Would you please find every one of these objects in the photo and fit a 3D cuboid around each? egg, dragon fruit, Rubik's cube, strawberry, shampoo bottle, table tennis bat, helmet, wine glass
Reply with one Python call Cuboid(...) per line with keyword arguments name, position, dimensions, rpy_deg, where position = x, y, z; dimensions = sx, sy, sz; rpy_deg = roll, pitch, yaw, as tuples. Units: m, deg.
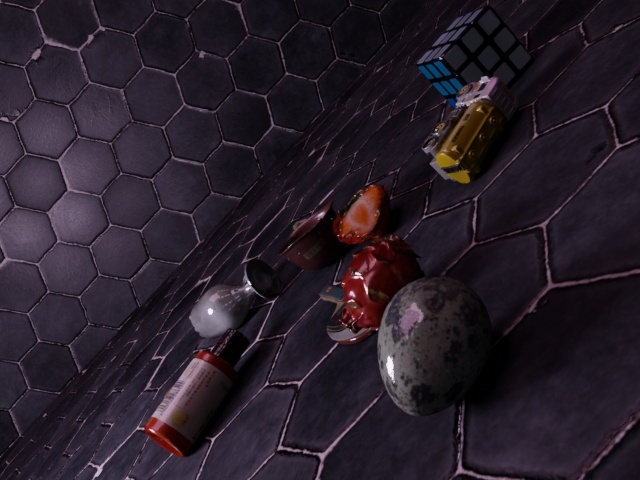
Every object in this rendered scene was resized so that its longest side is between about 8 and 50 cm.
Cuboid(name="egg", position=(0.132, 0.124, 0.813), dimensions=(0.132, 0.132, 0.172), rpy_deg=(-23, 41, 57))
Cuboid(name="dragon fruit", position=(0.096, 0.076, 1.062), dimensions=(0.133, 0.136, 0.166), rpy_deg=(38, 93, 34))
Cuboid(name="Rubik's cube", position=(0.337, -0.395, 1.519), dimensions=(0.163, 0.162, 0.160), rpy_deg=(-49, 14, -1))
Cuboid(name="strawberry", position=(0.102, -0.045, 1.439), dimensions=(0.146, 0.082, 0.187), rpy_deg=(-50, 20, 10))
Cuboid(name="shampoo bottle", position=(-0.246, 0.307, 1.446), dimensions=(0.104, 0.104, 0.278), rpy_deg=(-23, 29, 57))
Cuboid(name="table tennis bat", position=(0.065, 0.109, 1.258), dimensions=(0.173, 0.022, 0.301), rpy_deg=(-50, 17, -10))
Cuboid(name="helmet", position=(0.000, 0.000, 1.545), dimensions=(0.175, 0.106, 0.155), rpy_deg=(-48, 9, 3))
Cuboid(name="wine glass", position=(-0.219, 0.153, 1.740), dimensions=(0.241, 0.126, 0.126), rpy_deg=(-38, 17, 29))

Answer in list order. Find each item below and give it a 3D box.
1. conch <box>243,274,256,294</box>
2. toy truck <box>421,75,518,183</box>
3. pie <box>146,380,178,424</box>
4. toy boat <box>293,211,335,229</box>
Cuboid(name="conch", position=(-0.168, 0.114, 1.828), dimensions=(0.076, 0.056, 0.085), rpy_deg=(-23, 54, 22))
Cuboid(name="toy truck", position=(0.289, -0.207, 1.300), dimensions=(0.227, 0.098, 0.114), rpy_deg=(-56, 21, -21))
Cuboid(name="pie", position=(-0.323, 0.367, 1.619), dimensions=(0.218, 0.052, 0.185), rpy_deg=(-49, 9, -17))
Cuboid(name="toy boat", position=(-0.002, -0.034, 1.709), dimensions=(0.089, 0.071, 0.185), rpy_deg=(-54, 17, -27))
